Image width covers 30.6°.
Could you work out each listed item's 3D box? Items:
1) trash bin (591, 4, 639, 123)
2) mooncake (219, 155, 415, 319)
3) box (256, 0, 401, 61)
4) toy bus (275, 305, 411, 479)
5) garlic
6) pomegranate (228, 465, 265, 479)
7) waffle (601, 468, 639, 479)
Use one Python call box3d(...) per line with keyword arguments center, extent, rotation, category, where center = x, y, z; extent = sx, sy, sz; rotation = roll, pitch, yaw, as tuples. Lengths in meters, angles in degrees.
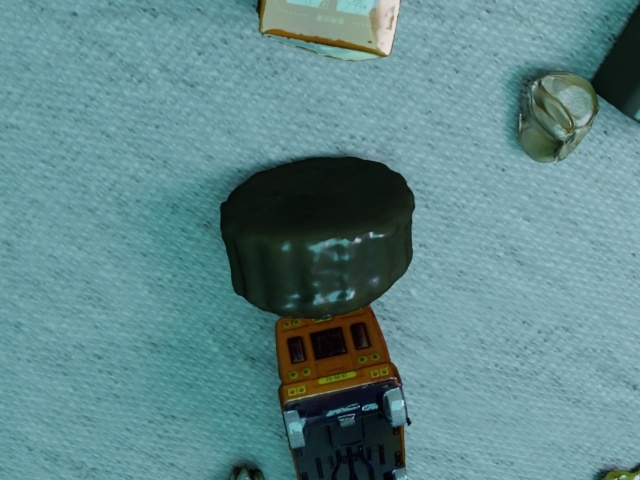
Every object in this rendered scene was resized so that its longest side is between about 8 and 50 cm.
box3d(center=(0.434, -0.235, 1.335), extent=(0.122, 0.164, 0.240), rotation=(29, 104, -14), category="trash bin")
box3d(center=(0.000, 0.000, 1.340), extent=(0.228, 0.228, 0.124), rotation=(-8, 117, -3), category="mooncake")
box3d(center=(0.023, -0.374, 1.215), extent=(0.143, 0.225, 0.341), rotation=(7, 107, -6), category="box")
box3d(center=(0.025, 0.215, 1.410), extent=(0.143, 0.153, 0.329), rotation=(-13, 145, -2), category="toy bus")
box3d(center=(0.279, -0.149, 1.395), extent=(0.094, 0.074, 0.113), rotation=(43, 105, 12), category="garlic")
box3d(center=(-0.112, 0.393, 1.496), extent=(0.180, 0.180, 0.209), rotation=(7, 79, -8), category="pomegranate")
box3d(center=(0.443, 0.419, 1.613), extent=(0.245, 0.052, 0.254), rotation=(-20, 108, 0), category="waffle")
